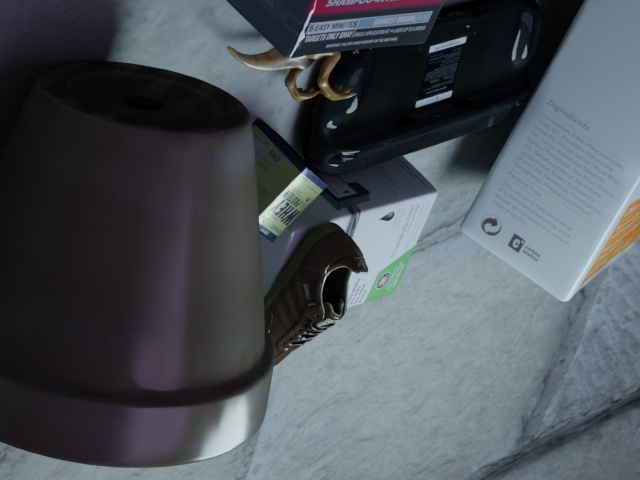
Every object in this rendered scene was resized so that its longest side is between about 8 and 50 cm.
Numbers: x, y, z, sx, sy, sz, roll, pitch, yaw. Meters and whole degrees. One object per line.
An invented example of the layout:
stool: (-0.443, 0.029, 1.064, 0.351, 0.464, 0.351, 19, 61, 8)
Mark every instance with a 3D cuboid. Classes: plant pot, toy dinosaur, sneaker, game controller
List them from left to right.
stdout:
plant pot: (-0.181, 0.003, 1.669, 0.323, 0.323, 0.280, -11, 120, -45)
toy dinosaur: (-0.018, -0.186, 1.853, 0.211, 0.064, 0.112, -32, 125, -31)
sneaker: (-0.015, 0.073, 1.967, 0.066, 0.071, 0.188, -6, 133, -46)
game controller: (0.114, -0.172, 2.034, 0.319, 0.067, 0.166, -20, 128, -37)

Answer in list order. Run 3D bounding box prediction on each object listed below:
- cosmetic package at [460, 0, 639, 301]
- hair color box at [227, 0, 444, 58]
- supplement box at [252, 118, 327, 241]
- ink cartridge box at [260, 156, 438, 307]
cosmetic package: (0.362, -0.174, 2.173, 0.230, 0.161, 0.453, -31, 152, -55)
hair color box: (0.068, -0.349, 1.675, 0.185, 0.113, 0.374, -12, 137, -43)
supplement box: (-0.055, -0.061, 1.922, 0.083, 0.083, 0.056, -45, 150, 4)
ink cartridge box: (0.000, 0.000, 2.060, 0.219, 0.092, 0.160, -16, 140, -40)
